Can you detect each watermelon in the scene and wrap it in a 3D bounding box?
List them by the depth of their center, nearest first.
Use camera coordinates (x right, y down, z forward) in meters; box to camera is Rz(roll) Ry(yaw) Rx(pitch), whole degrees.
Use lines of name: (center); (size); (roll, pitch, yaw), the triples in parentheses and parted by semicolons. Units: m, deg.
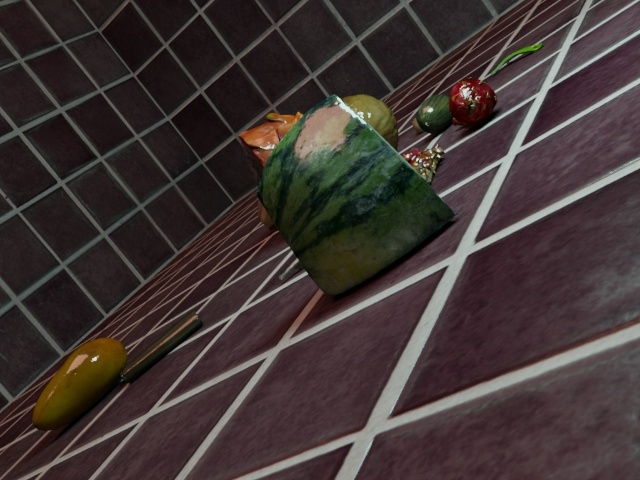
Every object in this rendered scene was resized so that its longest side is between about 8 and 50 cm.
watermelon: (0.048, -0.057, 1.126); (0.213, 0.261, 0.201); (-39, -19, 10)
watermelon: (0.258, -0.283, 1.736); (0.110, 0.078, 0.078); (-46, 12, -35)

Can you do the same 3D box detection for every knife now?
knife: (0.482, -0.452, 1.901); (0.078, 0.022, 0.166); (-47, 11, -21)

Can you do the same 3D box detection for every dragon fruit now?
dragon fruit: (0.293, -0.269, 1.527); (0.094, 0.094, 0.190); (-37, -2, 2)
dragon fruit: (-0.068, -0.195, 1.942); (0.189, 0.290, 0.290); (-33, 8, -11)

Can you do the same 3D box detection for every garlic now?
garlic: (-0.083, -0.122, 2.198); (0.115, 0.128, 0.207); (11, 37, 46)

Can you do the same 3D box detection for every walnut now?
walnut: (0.078, -0.222, 1.756); (0.228, 0.228, 0.228); (-37, 9, 7)

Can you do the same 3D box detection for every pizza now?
pizza: (0.152, -0.121, 1.418); (0.201, 0.053, 0.193); (-27, 14, 50)

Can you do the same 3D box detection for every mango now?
mango: (-0.514, 0.303, 1.655); (0.253, 0.113, 0.138); (-48, 3, -35)

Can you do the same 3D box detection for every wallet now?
wallet: (-0.337, 0.223, 1.644); (0.198, 0.031, 0.110); (-39, 9, -9)

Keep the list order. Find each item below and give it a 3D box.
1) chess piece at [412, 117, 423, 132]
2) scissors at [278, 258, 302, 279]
chess piece: (0.268, -0.305, 1.934); (0.084, 0.038, 0.083); (-38, 11, 9)
scissors: (0.000, 0.000, 1.430); (0.212, 0.021, 0.110); (-47, 16, 4)
